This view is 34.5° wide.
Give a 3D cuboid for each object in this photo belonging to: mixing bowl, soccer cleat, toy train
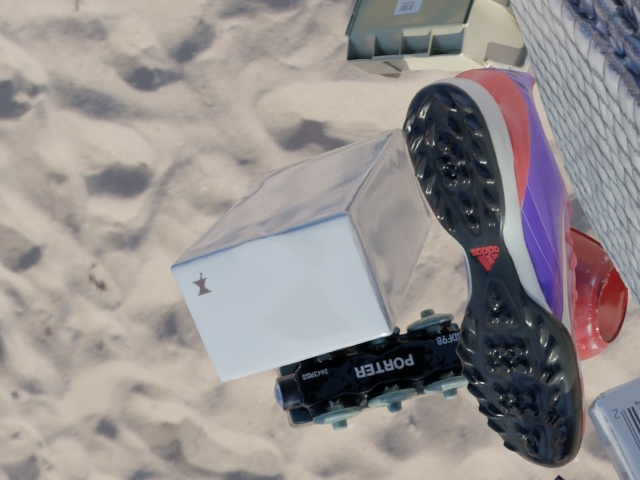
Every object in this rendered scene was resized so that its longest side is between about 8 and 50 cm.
[{"bbox_3d":[0.281,0.066,1.152,0.098,0.181,0.181,8,105,36],"label":"mixing bowl"},{"bbox_3d":[0.162,0.020,0.808,0.108,0.116,0.318,-8,101,51],"label":"soccer cleat"},{"bbox_3d":[0.085,0.203,1.583,0.334,0.190,0.142,-13,78,-12],"label":"toy train"}]

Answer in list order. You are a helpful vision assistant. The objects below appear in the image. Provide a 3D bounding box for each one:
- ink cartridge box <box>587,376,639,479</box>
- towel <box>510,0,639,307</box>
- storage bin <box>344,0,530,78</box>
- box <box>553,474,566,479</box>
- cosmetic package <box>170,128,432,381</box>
[{"bbox_3d":[0.358,0.162,0.633,0.296,0.066,0.261,-23,70,1],"label":"ink cartridge box"},{"bbox_3d":[0.197,-0.070,0.539,0.121,0.284,0.235,-23,129,7],"label":"towel"},{"bbox_3d":[0.182,-0.349,1.407,0.262,0.123,0.260,11,81,54],"label":"storage bin"},{"bbox_3d":[0.196,0.223,0.752,0.052,0.062,0.083,-49,52,0],"label":"box"},{"bbox_3d":[0.000,0.000,1.376,0.230,0.453,0.161,-17,103,18],"label":"cosmetic package"}]
